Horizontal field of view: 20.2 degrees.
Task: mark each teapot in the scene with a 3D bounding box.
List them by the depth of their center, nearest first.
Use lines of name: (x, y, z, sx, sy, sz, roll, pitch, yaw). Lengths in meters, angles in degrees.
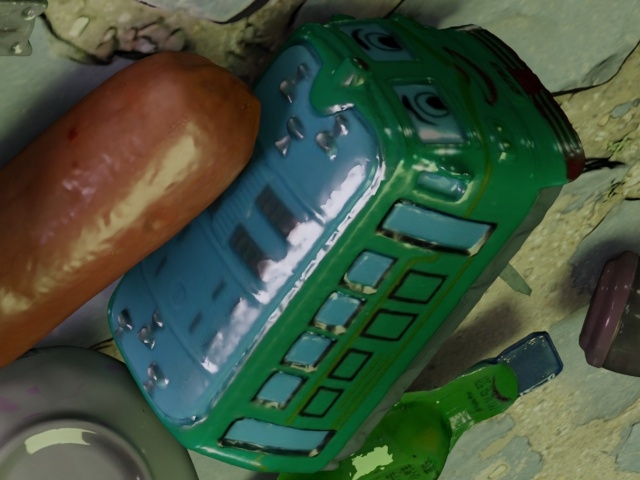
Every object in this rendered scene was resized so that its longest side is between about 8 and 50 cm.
teapot: (0.326, 0.088, 1.716, 0.148, 0.146, 0.116, 92, 18, -69)

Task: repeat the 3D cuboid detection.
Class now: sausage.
sausage: (-0.152, -0.025, 1.179, 0.259, 0.113, 0.113, -39, 148, 8)

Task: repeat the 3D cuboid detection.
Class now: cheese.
cheese: (0.084, 0.184, 1.687, 0.320, 0.083, 0.204, -32, 146, 0)

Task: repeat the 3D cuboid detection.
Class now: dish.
dish: (-0.193, 0.194, 1.287, 0.256, 0.256, 0.117, -20, 180, -22)

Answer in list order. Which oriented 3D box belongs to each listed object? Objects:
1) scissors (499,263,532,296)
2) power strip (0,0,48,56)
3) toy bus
scissors: (0.122, -0.006, 1.476, 0.247, 0.017, 0.144, 13, 83, -57)
power strip: (-0.228, -0.128, 1.020, 0.145, 0.061, 0.216, -6, 139, -36)
toy bus: (0.000, 0.000, 1.283, 0.199, 0.183, 0.343, 8, 128, -45)
